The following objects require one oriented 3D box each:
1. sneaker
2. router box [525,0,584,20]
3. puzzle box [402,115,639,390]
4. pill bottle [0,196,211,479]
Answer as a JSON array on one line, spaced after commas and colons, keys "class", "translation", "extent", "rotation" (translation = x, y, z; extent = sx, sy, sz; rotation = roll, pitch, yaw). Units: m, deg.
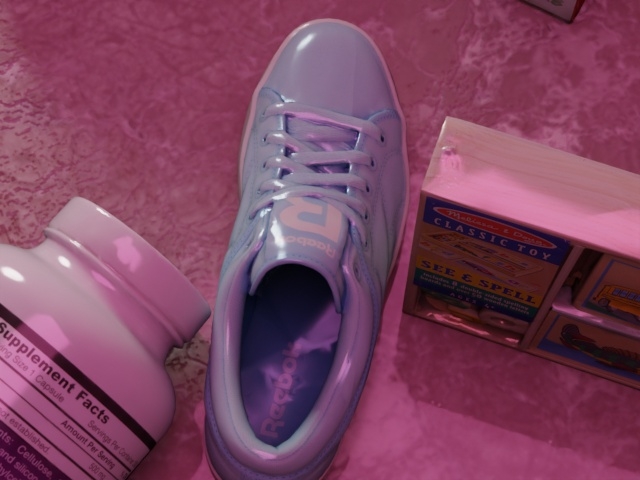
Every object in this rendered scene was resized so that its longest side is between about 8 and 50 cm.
[{"class": "sneaker", "translation": [0.000, 0.000, 0.918], "extent": [0.135, 0.150, 0.366], "rotation": [7, 74, -6]}, {"class": "router box", "translation": [0.230, -0.366, 0.942], "extent": [0.082, 0.335, 0.301], "rotation": [27, 74, 10]}, {"class": "puzzle box", "translation": [0.255, 0.054, 0.839], "extent": [0.409, 0.272, 0.052], "rotation": [18, 73, 7]}, {"class": "pill bottle", "translation": [-0.221, 0.130, 0.868], "extent": [0.181, 0.181, 0.323], "rotation": [37, 76, 12]}]
